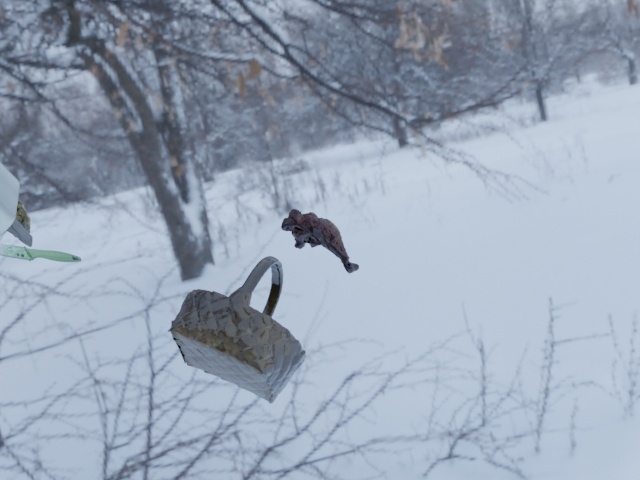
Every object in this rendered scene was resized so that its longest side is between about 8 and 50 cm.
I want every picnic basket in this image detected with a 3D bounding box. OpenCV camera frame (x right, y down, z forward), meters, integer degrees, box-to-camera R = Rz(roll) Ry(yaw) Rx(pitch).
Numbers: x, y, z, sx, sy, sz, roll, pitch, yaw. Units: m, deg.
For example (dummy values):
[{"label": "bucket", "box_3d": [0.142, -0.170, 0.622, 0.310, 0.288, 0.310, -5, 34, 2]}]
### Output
[{"label": "picnic basket", "box_3d": [-0.173, 0.191, 2.116, 0.337, 0.337, 0.293, -15, -29, -5]}]

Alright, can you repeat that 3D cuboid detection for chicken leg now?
[{"label": "chicken leg", "box_3d": [0.000, -0.007, 1.755, 0.219, 0.089, 0.048, 24, 31, 36]}]

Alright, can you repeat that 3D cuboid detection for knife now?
[{"label": "knife", "box_3d": [-0.552, 0.027, 1.633, 0.207, 0.030, 0.014, 11, -35, -42]}]

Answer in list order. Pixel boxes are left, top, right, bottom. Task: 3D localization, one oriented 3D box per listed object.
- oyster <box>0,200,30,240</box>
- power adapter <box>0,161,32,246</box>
[{"label": "oyster", "box_3d": [-0.883, -0.093, 2.082, 0.238, 0.114, 0.351, -19, -30, 7]}, {"label": "power adapter", "box_3d": [-0.488, -0.048, 1.176, 0.130, 0.205, 0.125, -26, 42, 10]}]
